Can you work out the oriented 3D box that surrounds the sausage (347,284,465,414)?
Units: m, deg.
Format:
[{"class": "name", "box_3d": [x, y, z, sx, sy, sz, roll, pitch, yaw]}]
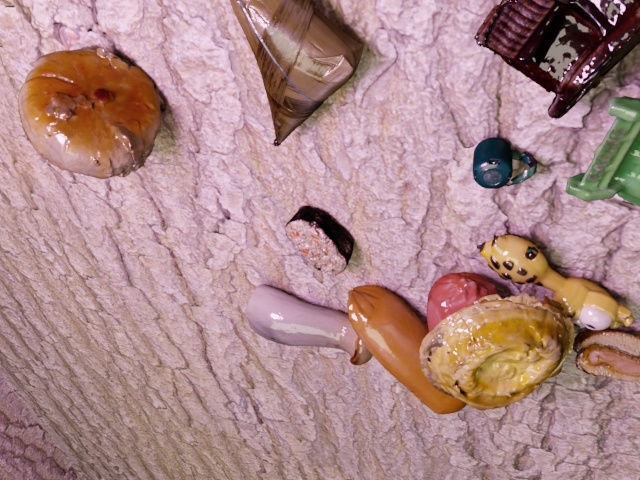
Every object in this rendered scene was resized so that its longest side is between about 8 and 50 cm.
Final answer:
[{"class": "sausage", "box_3d": [0.186, 0.227, 1.243, 0.354, 0.134, 0.116, 45, 159, -18]}]

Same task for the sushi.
[{"class": "sushi", "box_3d": [0.000, 0.000, 1.172, 0.090, 0.078, 0.150, -28, 112, 42]}]

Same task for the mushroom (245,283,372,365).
[{"class": "mushroom", "box_3d": [-0.025, 0.197, 1.358, 0.329, 0.122, 0.159, 14, 171, 17]}]

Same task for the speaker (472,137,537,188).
[{"class": "speaker", "box_3d": [0.286, -0.115, 0.919, 0.094, 0.075, 0.060, 21, 136, -3]}]

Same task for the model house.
[{"class": "model house", "box_3d": [0.316, -0.279, 0.740, 0.164, 0.141, 0.203, 48, 116, 10]}]

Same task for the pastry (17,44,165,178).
[{"class": "pastry", "box_3d": [-0.415, -0.236, 1.064, 0.257, 0.236, 0.121, 39, 145, -10]}]

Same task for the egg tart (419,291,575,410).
[{"class": "egg tart", "box_3d": [0.310, 0.207, 1.021, 0.279, 0.095, 0.279, -2, 132, -3]}]

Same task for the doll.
[{"class": "doll", "box_3d": [0.408, 0.077, 1.024, 0.291, 0.086, 0.117, 32, 167, -3]}]

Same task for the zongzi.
[{"class": "zongzi", "box_3d": [-0.081, -0.286, 0.930, 0.221, 0.112, 0.242, 41, 137, -13]}]

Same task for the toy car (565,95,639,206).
[{"class": "toy car", "box_3d": [0.517, -0.104, 0.733, 0.359, 0.176, 0.213, 20, 137, 10]}]

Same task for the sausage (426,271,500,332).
[{"class": "sausage", "box_3d": [0.277, 0.162, 1.132, 0.148, 0.148, 0.254, 6, 137, 23]}]

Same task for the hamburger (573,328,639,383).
[{"class": "hamburger", "box_3d": [0.530, 0.198, 1.075, 0.176, 0.102, 0.087, 7, 101, -3]}]
